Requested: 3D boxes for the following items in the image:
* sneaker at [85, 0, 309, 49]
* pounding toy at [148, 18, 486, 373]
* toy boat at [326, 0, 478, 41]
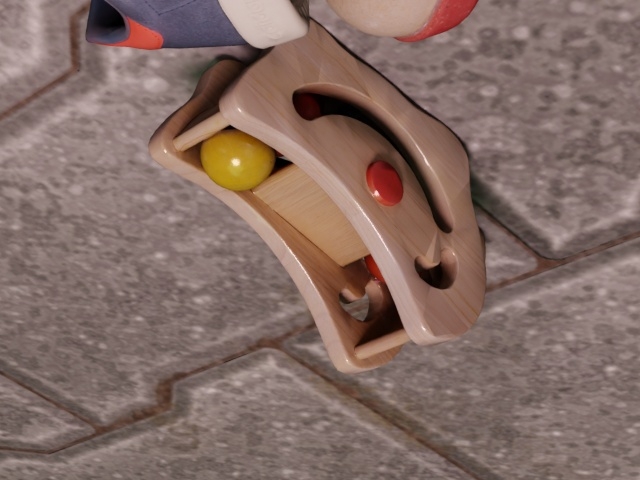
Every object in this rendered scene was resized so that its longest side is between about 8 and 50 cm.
[{"bbox_3d":[-0.119,-0.205,0.657,0.148,0.131,0.350,-7,142,16],"label":"sneaker"},{"bbox_3d":[0.000,0.000,0.899,0.269,0.154,0.155,35,138,-31],"label":"pounding toy"},{"bbox_3d":[0.079,-0.200,0.639,0.151,0.151,0.231,-11,153,-25],"label":"toy boat"}]
